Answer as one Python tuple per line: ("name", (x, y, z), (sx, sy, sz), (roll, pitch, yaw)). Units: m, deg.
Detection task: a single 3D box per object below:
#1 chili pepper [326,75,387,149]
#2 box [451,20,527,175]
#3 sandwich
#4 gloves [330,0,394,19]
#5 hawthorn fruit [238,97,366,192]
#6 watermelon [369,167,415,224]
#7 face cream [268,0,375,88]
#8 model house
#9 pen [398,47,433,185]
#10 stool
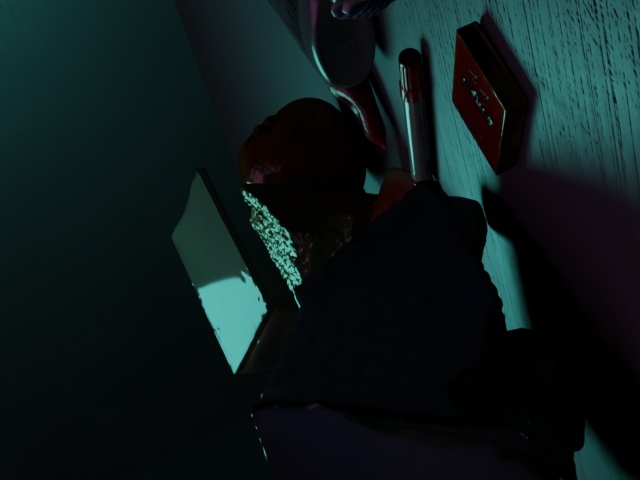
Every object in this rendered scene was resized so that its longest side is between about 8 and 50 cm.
("chili pepper", (0.034, -0.194, 1.749), (0.191, 0.050, 0.059), (64, 166, 2))
("box", (0.146, -0.123, 1.269), (0.090, 0.023, 0.133), (61, 172, 20))
("sandwich", (0.000, 0.000, 1.877), (0.128, 0.235, 0.122), (-65, -23, -46))
("gloves", (0.029, -0.266, 1.359), (0.119, 0.097, 0.229), (55, 180, -24))
("hawthorn fruit", (-0.015, -0.091, 2.006), (0.200, 0.179, 0.179), (55, 177, -19))
("watermelon", (0.095, -0.022, 1.713), (0.125, 0.094, 0.135), (61, -175, -67))
("face cream", (-0.036, -0.326, 1.693), (0.163, 0.080, 0.337), (76, 167, -47))
("model house", (0.139, 0.156, 1.466), (0.360, 0.297, 0.339), (73, -154, -43))
("pen", (0.103, -0.126, 1.554), (0.239, 0.028, 0.028), (76, 167, -60))
("stool", (-0.047, 0.029, 2.119), (0.270, 0.243, 0.170), (62, 144, 29))
